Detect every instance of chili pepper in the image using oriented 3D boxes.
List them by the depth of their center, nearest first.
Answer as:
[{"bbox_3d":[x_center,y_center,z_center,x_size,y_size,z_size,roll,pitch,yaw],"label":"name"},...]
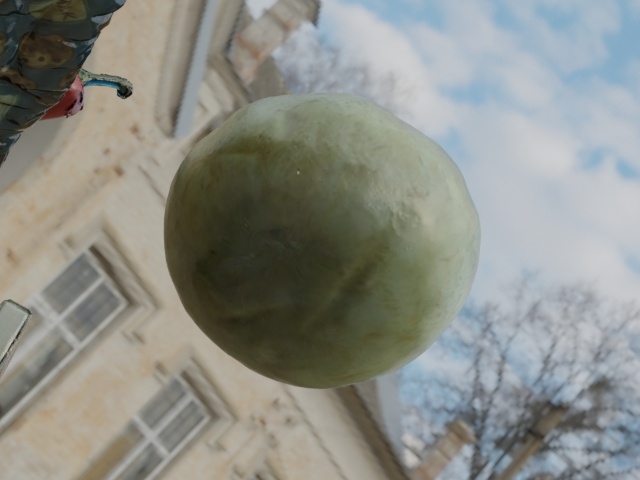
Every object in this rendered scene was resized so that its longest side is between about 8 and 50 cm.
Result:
[{"bbox_3d":[-0.458,-0.214,1.764,0.110,0.387,0.110,169,-90,-72],"label":"chili pepper"}]

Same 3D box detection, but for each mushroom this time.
[{"bbox_3d":[0.000,0.000,1.351,0.352,0.260,0.352,6,-67,14],"label":"mushroom"}]

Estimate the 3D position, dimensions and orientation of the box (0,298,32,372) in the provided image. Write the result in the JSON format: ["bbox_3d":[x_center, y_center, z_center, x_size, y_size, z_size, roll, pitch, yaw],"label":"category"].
[{"bbox_3d":[-0.334,0.128,1.218,0.036,0.115,0.177,30,-23,-9],"label":"box"}]

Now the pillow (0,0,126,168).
[{"bbox_3d":[-0.259,-0.112,0.850,0.255,0.189,0.034,-40,-118,43],"label":"pillow"}]
